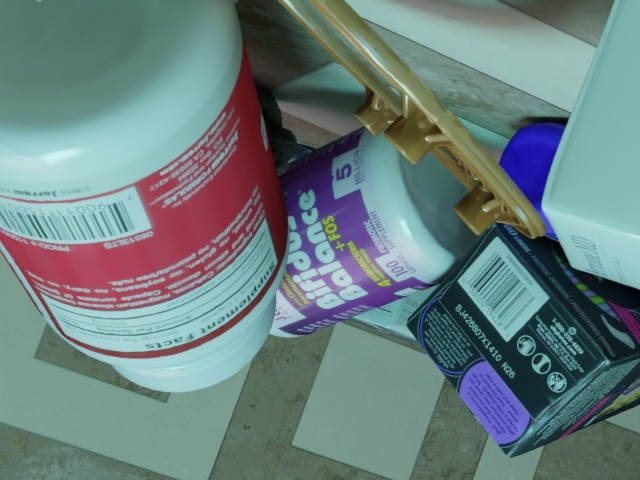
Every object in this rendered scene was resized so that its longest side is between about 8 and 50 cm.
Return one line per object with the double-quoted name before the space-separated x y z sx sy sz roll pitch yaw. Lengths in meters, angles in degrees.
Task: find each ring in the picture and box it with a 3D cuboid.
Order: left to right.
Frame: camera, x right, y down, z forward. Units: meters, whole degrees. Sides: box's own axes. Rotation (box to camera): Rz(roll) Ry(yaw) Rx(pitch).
"ring" -0.007 -0.115 0.645 0.336 0.032 0.336 45 -175 -5

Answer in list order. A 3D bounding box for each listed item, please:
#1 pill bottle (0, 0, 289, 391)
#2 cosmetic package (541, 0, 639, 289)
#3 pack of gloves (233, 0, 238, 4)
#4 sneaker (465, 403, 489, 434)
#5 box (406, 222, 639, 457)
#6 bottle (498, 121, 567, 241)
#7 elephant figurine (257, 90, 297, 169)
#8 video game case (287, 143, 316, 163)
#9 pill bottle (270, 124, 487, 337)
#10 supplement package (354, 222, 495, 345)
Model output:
"pill bottle" -0.148 -0.042 0.938 0.229 0.229 0.407 19 153 18
"cosmetic package" 0.231 -0.041 0.610 0.184 0.151 0.151 19 173 21
"pack of gloves" -0.182 -0.220 0.951 0.232 0.046 0.195 22 174 -21
"sneaker" 0.319 0.123 1.344 0.146 0.344 0.134 68 -174 31
"box" 0.242 0.077 1.132 0.270 0.143 0.165 -7 -127 -50
"bottle" 0.286 -0.013 1.046 0.283 0.092 0.118 23 180 -28
"elephant figurine" -0.145 -0.139 1.257 0.186 0.169 0.239 -30 140 19
"video game case" 0.060 -0.078 1.664 0.274 0.026 0.196 18 175 15
"pill bottle" 0.000 0.000 1.191 0.301 0.169 0.169 -24 148 33
"supplement package" 0.106 0.011 1.404 0.149 0.203 0.194 16 174 37
